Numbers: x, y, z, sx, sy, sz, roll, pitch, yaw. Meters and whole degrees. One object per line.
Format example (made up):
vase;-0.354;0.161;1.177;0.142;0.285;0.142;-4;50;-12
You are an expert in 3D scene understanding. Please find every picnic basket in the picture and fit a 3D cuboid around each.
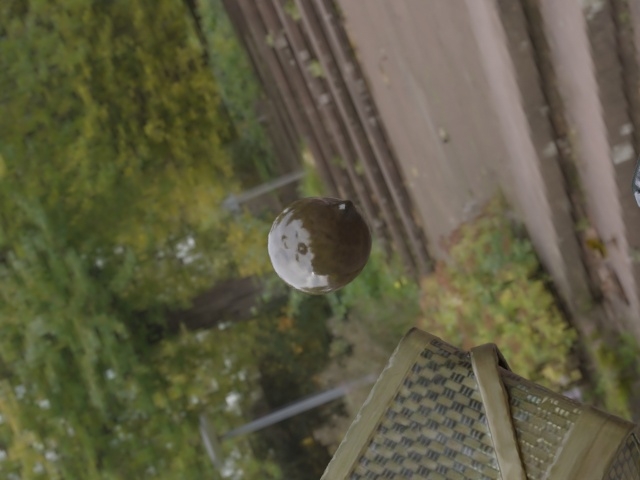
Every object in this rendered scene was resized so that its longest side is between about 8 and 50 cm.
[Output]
picnic basket;0.071;0.198;0.723;0.139;0.266;0.165;23;163;31

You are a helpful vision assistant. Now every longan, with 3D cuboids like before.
longan;0.000;0.000;1.235;0.092;0.113;0.113;62;180;36

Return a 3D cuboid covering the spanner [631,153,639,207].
spanner;0.225;-0.075;0.808;0.087;0.024;0.316;57;175;22
